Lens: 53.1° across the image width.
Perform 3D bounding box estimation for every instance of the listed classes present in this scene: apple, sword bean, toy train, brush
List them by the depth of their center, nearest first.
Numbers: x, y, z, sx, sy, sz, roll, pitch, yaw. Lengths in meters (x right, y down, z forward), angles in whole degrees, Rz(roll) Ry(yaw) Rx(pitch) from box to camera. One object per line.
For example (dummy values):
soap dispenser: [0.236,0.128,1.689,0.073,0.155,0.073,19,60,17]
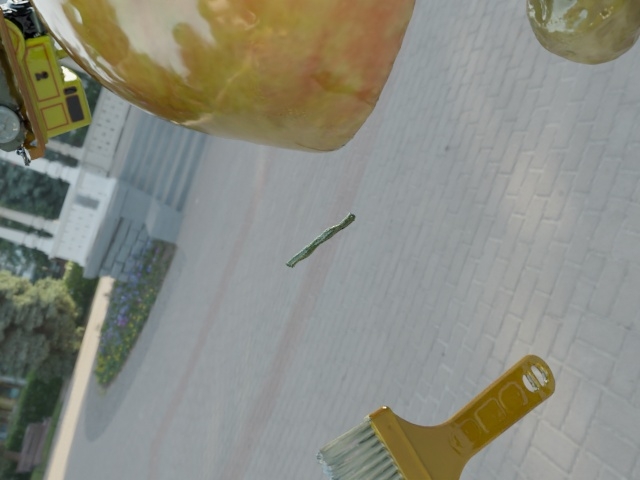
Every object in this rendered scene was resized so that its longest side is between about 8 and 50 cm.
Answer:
apple: [-0.061,-0.222,0.429,0.252,0.314,0.309,-22,-57,-67]
brush: [0.115,0.149,0.499,0.013,0.272,0.103,-44,72,44]
sword bean: [0.000,0.000,0.626,0.083,0.012,0.012,-37,24,-1]
toy train: [-0.344,-0.190,0.730,0.089,0.127,0.219,37,142,42]

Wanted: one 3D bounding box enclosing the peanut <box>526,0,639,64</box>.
peanut: [0.180,-0.221,0.379,0.095,0.108,0.226,-59,-23,-73]
